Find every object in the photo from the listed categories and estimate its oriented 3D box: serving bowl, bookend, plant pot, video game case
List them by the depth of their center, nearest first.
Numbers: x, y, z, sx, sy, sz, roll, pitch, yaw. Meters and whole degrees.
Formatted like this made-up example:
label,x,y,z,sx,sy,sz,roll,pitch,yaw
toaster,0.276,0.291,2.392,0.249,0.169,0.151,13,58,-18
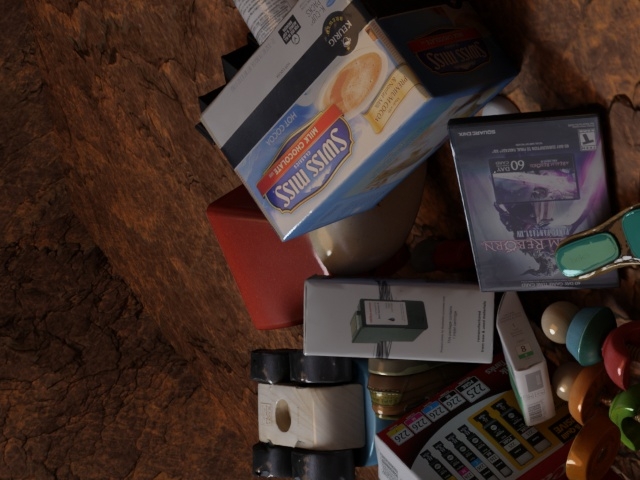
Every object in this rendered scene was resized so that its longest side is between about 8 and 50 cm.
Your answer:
label,x,y,z,sx,sy,sz,roll,pitch,yaw
video game case,0.289,-0.047,1.633,0.196,0.026,0.274,-3,124,20
serving bowl,0.254,-0.161,1.726,0.083,0.027,0.083,48,157,29
plant pot,0.000,0.000,2.229,0.235,0.267,0.267,5,123,51
bookend,-0.170,-0.291,2.349,0.072,0.157,0.156,43,154,38

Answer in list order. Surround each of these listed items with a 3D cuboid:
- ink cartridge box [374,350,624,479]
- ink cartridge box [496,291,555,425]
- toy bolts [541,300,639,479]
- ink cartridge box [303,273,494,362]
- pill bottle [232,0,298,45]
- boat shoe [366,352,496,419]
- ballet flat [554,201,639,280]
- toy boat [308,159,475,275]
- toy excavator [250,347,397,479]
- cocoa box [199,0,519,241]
label,x,y,z,sx,sy,sz,roll,pitch,yaw
ink cartridge box,0.290,0.343,1.907,0.272,0.309,0.130,42,153,37
ink cartridge box,0.289,0.142,1.845,0.181,0.056,0.225,67,-177,-53
toy bolts,0.363,0.198,1.706,0.158,0.218,0.229,25,134,37
ink cartridge box,0.124,0.120,1.928,0.211,0.289,0.122,-4,-84,-84
pill bottle,-0.025,-0.346,1.940,0.283,0.160,0.160,59,159,4
boat shoe,0.181,0.233,2.028,0.110,0.307,0.105,4,93,44
ballet flat,0.395,-0.007,1.537,0.232,0.073,0.080,-18,90,51
toy boat,0.110,-0.034,1.979,0.318,0.267,0.148,34,161,-24
toy excavator,0.074,0.301,2.226,0.433,0.445,0.222,-8,83,59
cocoa box,0.049,-0.198,1.689,0.347,0.231,0.228,-43,76,39
